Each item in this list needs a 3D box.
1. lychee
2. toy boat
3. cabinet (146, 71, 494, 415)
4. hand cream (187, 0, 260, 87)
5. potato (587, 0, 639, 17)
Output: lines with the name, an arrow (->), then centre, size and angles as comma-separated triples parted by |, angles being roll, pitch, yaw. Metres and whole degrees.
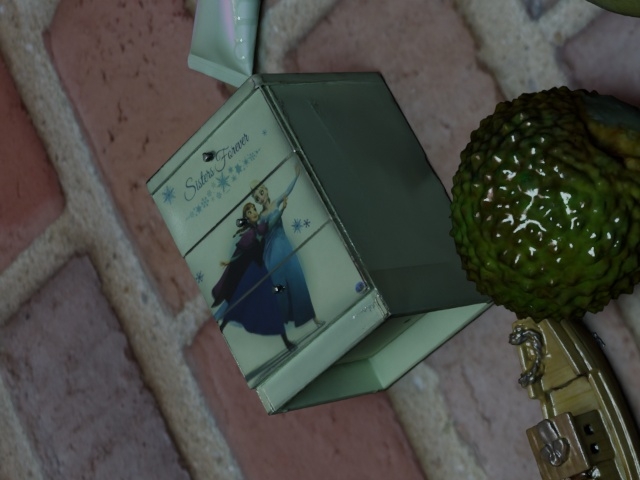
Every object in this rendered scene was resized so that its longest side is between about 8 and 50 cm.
lychee -> 0.159, -0.018, 1.345 | 0.171, 0.171, 0.171 | 4, 96, 42
toy boat -> 0.184, 0.146, 1.387 | 0.064, 0.072, 0.206 | -31, 72, 41
cabinet -> 0.000, 0.000, 1.489 | 0.145, 0.150, 0.206 | -42, 67, 36
hand cream -> -0.069, -0.228, 1.603 | 0.078, 0.050, 0.204 | 23, 113, 39
potato -> 0.184, -0.247, 1.304 | 0.251, 0.159, 0.174 | 24, 83, 25
